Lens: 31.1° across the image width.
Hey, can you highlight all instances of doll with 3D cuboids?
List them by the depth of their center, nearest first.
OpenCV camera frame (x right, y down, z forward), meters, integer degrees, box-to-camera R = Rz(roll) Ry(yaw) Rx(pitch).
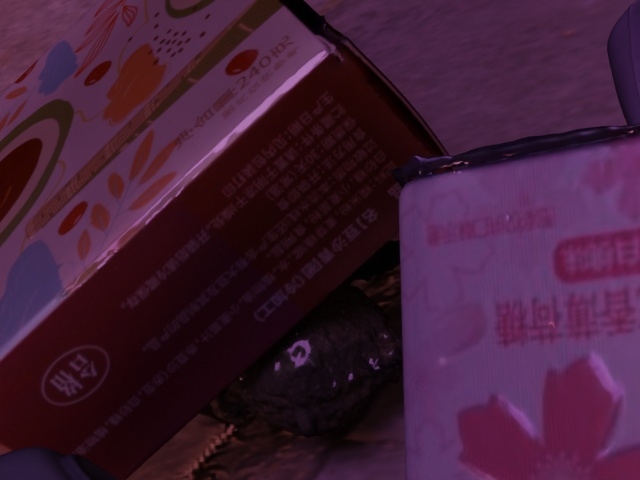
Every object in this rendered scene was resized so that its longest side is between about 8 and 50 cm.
[{"bbox_3d":[-0.017,0.006,0.780,0.202,0.091,0.286,-31,44,-7],"label":"doll"}]

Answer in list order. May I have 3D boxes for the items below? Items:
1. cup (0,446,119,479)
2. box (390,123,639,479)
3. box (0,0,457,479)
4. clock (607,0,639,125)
[{"bbox_3d":[-0.104,0.285,0.515,0.356,0.259,0.274,32,77,28],"label":"cup"},{"bbox_3d":[0.130,0.133,0.457,0.190,0.112,0.370,-8,74,32],"label":"box"},{"bbox_3d":[-0.144,-0.021,0.777,0.385,0.122,0.344,-43,32,6],"label":"box"},{"bbox_3d":[0.243,-0.006,0.572,0.188,0.189,0.254,-11,59,26],"label":"clock"}]
